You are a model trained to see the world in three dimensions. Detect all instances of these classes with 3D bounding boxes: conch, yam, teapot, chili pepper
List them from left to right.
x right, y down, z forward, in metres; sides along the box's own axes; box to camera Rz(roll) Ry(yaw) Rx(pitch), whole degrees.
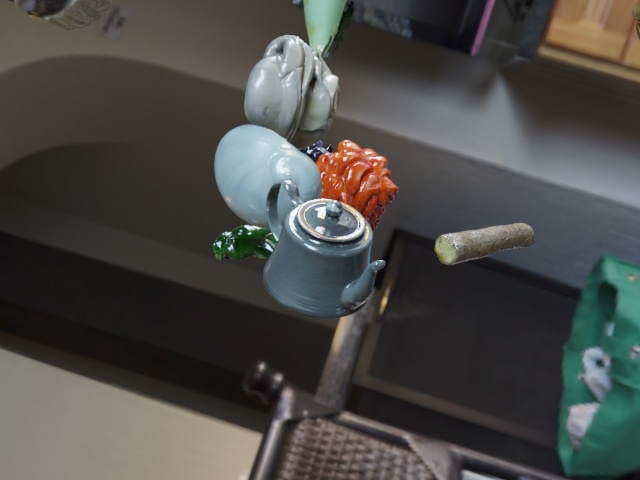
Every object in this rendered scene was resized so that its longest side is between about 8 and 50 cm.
[{"bbox_3d":[-0.137,0.007,2.121,0.061,0.224,0.098,61,-141,-40],"label":"chili pepper"},{"bbox_3d":[-0.104,-0.111,1.666,0.121,0.221,0.185,-20,-64,-58],"label":"conch"},{"bbox_3d":[0.000,0.000,1.357,0.162,0.239,0.149,-20,-43,-35],"label":"teapot"},{"bbox_3d":[0.026,-0.581,2.434,0.143,0.137,0.250,-115,21,-76],"label":"conch"},{"bbox_3d":[0.346,0.003,1.956,0.300,0.066,0.066,-8,-58,-44],"label":"yam"}]

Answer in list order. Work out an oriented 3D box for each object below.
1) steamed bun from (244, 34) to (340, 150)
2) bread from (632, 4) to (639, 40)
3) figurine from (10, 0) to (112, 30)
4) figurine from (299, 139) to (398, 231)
[{"bbox_3d":[-0.038,-0.261,1.751,0.218,0.144,0.211,75,-148,-56],"label":"steamed bun"},{"bbox_3d":[0.924,-0.468,2.114,0.191,0.314,0.370,-29,8,-35],"label":"bread"},{"bbox_3d":[-0.445,-0.422,1.353,0.204,0.332,0.185,-8,74,63],"label":"figurine"},{"bbox_3d":[0.025,-0.126,2.457,0.412,0.241,0.306,32,116,56],"label":"figurine"}]
